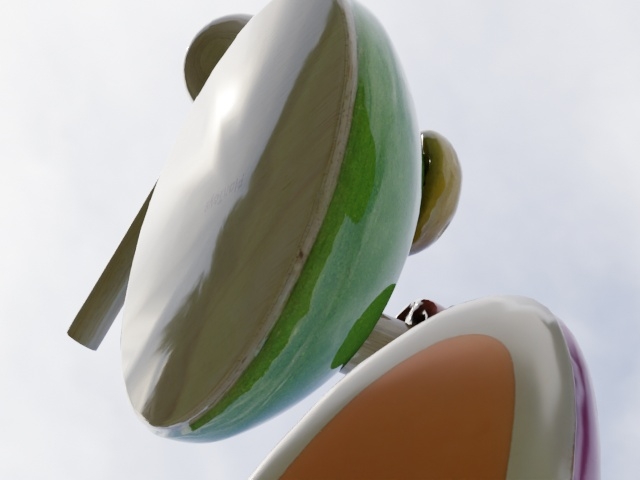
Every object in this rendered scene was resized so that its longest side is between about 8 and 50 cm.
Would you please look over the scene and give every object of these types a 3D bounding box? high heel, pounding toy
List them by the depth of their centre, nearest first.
[{"bbox_3d":[0.016,0.131,0.330,0.082,0.117,0.244,-8,-134,32],"label":"high heel"},{"bbox_3d":[0.000,0.000,0.732,0.183,0.110,0.237,-68,-158,0],"label":"pounding toy"}]
